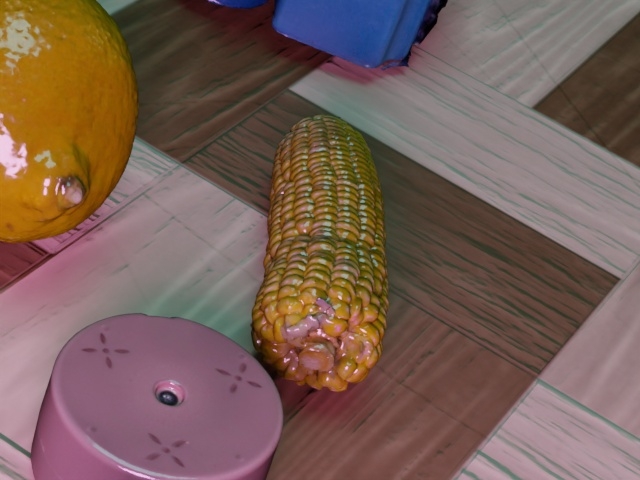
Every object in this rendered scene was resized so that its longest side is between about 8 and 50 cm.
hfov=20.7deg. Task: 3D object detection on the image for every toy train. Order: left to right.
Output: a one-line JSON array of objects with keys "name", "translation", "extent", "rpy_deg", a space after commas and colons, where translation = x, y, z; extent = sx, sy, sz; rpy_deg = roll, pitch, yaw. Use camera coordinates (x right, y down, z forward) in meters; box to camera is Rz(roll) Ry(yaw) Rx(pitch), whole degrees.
[{"name": "toy train", "translation": [0.014, -0.305, 1.618], "extent": [0.265, 0.188, 0.300], "rpy_deg": [22, 35, -2]}]

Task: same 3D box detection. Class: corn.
[{"name": "corn", "translation": [0.000, 0.000, 1.297], "extent": [0.101, 0.101, 0.292], "rpy_deg": [11, 34, -9]}]

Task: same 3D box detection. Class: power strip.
[{"name": "power strip", "translation": [-0.103, 0.124, 1.106], "extent": [0.154, 0.078, 0.154], "rpy_deg": [14, 39, -11]}]

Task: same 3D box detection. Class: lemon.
[{"name": "lemon", "translation": [-0.219, -0.098, 1.251], "extent": [0.186, 0.187, 0.244], "rpy_deg": [-1, 44, -24]}]
